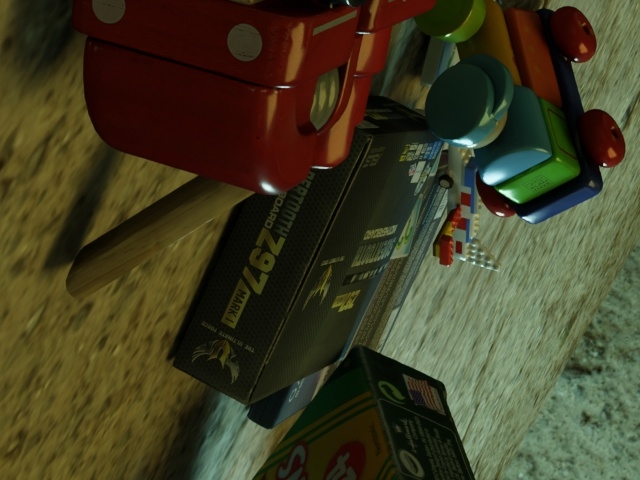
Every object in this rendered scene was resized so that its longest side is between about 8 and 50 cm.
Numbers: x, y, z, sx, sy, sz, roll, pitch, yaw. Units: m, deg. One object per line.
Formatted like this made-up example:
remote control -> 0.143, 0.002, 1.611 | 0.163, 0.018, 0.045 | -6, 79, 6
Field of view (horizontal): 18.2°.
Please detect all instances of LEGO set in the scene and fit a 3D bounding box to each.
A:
LEGO set -> 0.115, -0.069, 1.536 | 0.244, 0.060, 0.182 | -3, 108, -73

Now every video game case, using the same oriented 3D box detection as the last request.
video game case -> 0.034, 0.031, 1.556 | 0.196, 0.026, 0.274 | -67, 166, 14

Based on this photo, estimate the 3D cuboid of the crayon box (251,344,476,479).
crayon box -> -0.015, 0.255, 1.374 | 0.318, 0.081, 0.202 | -54, -153, 22

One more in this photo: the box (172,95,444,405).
box -> 0.000, 0.000, 1.286 | 0.183, 0.059, 0.232 | -64, 167, 10

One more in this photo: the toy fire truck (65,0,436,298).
toy fire truck -> -0.043, -0.066, 0.868 | 0.217, 0.158, 0.246 | -35, 139, -65

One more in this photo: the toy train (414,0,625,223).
toy train -> 0.114, -0.146, 1.378 | 0.105, 0.248, 0.143 | -26, 148, 27
